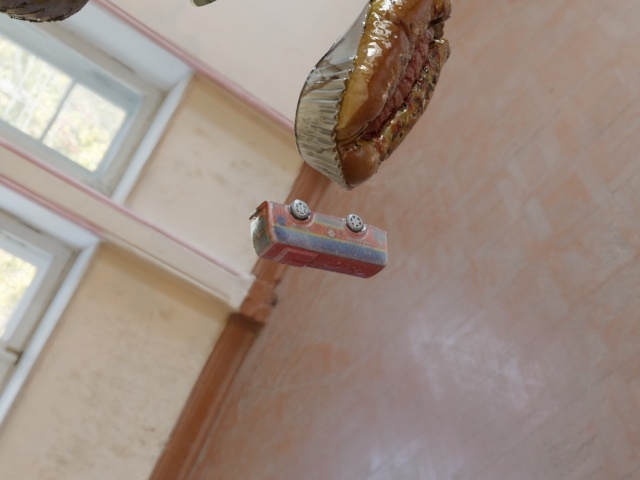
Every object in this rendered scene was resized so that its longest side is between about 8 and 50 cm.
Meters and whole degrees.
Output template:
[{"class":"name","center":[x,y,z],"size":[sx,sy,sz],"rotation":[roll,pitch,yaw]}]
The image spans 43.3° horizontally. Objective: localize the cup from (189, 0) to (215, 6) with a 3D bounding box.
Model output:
[{"class":"cup","center":[-0.160,-0.362,0.973],"size":[0.120,0.141,0.120],"rotation":[-18,37,14]}]

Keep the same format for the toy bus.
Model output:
[{"class":"toy bus","center":[0.000,0.000,1.084],"size":[0.065,0.192,0.077],"rotation":[-41,45,49]}]

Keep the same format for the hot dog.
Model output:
[{"class":"hot dog","center":[0.059,-0.157,0.743],"size":[0.268,0.075,0.144],"rotation":[-56,-27,-37]}]

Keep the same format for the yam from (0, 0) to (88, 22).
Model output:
[{"class":"yam","center":[-0.329,-0.295,0.887],"size":[0.107,0.107,0.183],"rotation":[-54,0,10]}]
